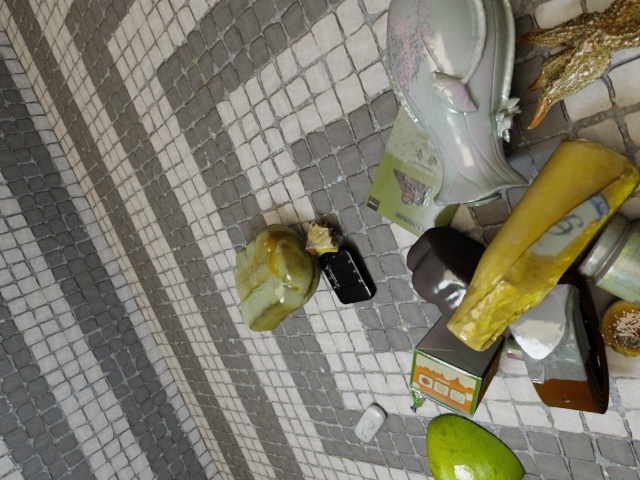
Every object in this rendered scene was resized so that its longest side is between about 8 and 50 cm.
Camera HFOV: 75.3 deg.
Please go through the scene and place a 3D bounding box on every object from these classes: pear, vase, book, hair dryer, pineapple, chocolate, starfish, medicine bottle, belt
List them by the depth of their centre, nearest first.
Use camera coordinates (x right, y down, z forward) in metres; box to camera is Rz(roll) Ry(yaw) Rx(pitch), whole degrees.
[{"bbox_3d":[0.458,-0.356,0.728,0.293,0.084,0.301,154,127,-65],"label":"starfish"},{"bbox_3d":[0.667,0.079,0.757,0.323,0.151,0.151,32,128,25],"label":"medicine bottle"},{"bbox_3d":[0.415,0.024,0.798,0.162,0.162,0.445,36,94,22],"label":"chocolate"},{"bbox_3d":[0.278,-0.291,0.839,0.250,0.250,0.445,-10,98,43],"label":"vase"},{"bbox_3d":[0.520,0.218,0.899,0.122,0.217,0.338,-10,114,44],"label":"belt"},{"bbox_3d":[0.518,0.231,1.034,0.106,0.054,0.154,3,108,35],"label":"hair dryer"},{"bbox_3d":[0.265,-0.180,1.057,0.239,0.035,0.352,34,128,21],"label":"book"},{"bbox_3d":[0.424,0.663,1.271,0.288,0.139,0.239,-36,77,43],"label":"pear"},{"bbox_3d":[0.000,0.000,1.307,0.137,0.116,0.069,44,-179,44],"label":"pineapple"}]

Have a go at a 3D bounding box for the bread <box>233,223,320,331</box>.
[{"bbox_3d":[-0.136,0.113,1.424,0.341,0.210,0.300,-47,55,38],"label":"bread"}]

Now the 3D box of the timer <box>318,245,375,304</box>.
[{"bbox_3d":[0.087,0.112,1.341,0.144,0.055,0.187,-20,100,46],"label":"timer"}]

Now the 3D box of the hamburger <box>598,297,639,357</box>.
[{"bbox_3d":[0.658,0.180,0.863,0.126,0.081,0.141,40,130,19],"label":"hamburger"}]

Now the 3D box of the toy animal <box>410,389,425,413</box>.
[{"bbox_3d":[0.326,0.463,1.314,0.075,0.041,0.216,16,116,36],"label":"toy animal"}]

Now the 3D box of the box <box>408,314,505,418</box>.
[{"bbox_3d":[0.363,0.328,1.106,0.178,0.195,0.148,18,121,33],"label":"box"}]

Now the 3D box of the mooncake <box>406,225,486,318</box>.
[{"bbox_3d":[0.326,0.077,0.988,0.245,0.245,0.133,46,129,14],"label":"mooncake"}]

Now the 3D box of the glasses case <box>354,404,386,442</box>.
[{"bbox_3d":[0.182,0.678,1.531,0.076,0.049,0.197,37,130,22],"label":"glasses case"}]
